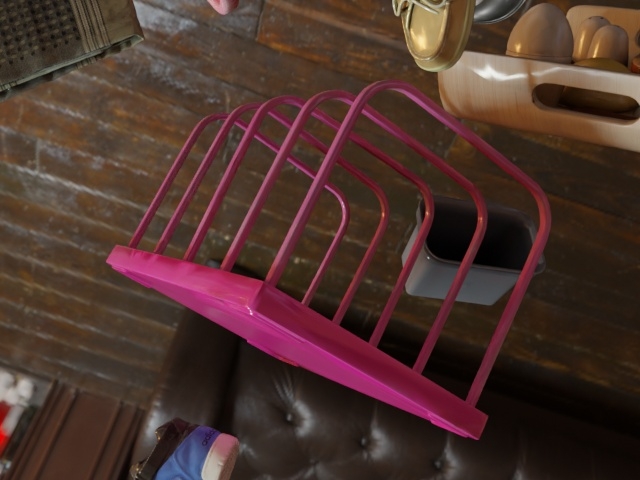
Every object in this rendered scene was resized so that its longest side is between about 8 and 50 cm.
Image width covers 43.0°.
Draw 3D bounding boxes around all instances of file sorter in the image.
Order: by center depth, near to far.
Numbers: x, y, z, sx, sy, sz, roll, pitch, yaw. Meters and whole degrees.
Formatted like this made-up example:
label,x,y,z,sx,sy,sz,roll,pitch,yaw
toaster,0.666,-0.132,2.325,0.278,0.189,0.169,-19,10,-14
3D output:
label,x,y,z,sx,sy,sz,roll,pitch,yaw
file sorter,0.000,0.000,0.642,0.202,0.182,0.291,33,167,-28

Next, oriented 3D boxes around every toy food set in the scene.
label,x,y,z,sx,sy,sz,roll,pitch,yaw
toy food set,0.257,-0.148,0.649,0.220,0.306,0.092,16,119,30

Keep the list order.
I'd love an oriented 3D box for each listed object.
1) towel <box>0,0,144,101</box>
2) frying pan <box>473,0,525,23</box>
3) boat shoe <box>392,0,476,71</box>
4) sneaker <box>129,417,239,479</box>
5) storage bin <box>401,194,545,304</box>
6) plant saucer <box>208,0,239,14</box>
label,x,y,z,sx,sy,sz,roll,pitch,yaw
towel,-0.448,-0.366,1.213,0.312,0.324,0.056,-20,161,-4
frying pan,0.151,-0.417,1.006,0.197,0.053,0.326,-3,120,56
boat shoe,0.065,-0.185,0.512,0.056,0.048,0.152,13,105,46
sneaker,-0.136,0.237,0.743,0.085,0.058,0.152,19,97,12
storage bin,0.151,0.013,0.864,0.135,0.098,0.091,9,142,-16
plant saucer,-0.202,-0.528,1.290,0.084,0.332,0.332,-30,127,-5
